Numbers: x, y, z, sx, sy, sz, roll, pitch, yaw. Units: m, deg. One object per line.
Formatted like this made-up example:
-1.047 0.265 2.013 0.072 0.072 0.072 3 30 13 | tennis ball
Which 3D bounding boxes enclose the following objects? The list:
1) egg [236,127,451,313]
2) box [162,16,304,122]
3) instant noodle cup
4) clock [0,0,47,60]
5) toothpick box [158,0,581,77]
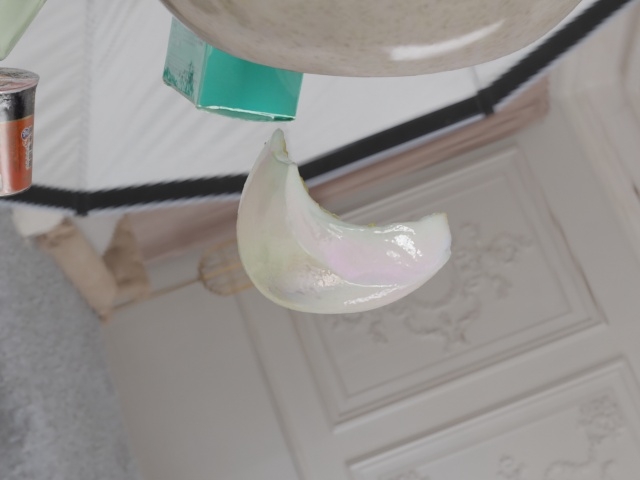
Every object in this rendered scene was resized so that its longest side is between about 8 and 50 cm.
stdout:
-0.001 0.013 1.373 0.271 0.162 0.206 35 -39 3 | egg
-0.079 -0.300 1.242 0.205 0.118 0.311 -143 -119 -64 | box
-0.392 -0.128 1.336 0.127 0.127 0.136 -113 -158 -67 | instant noodle cup
-0.348 -0.257 0.745 0.265 0.108 0.324 28 -6 43 | clock
0.038 -0.354 0.729 0.409 0.409 0.425 -112 -163 -55 | toothpick box
